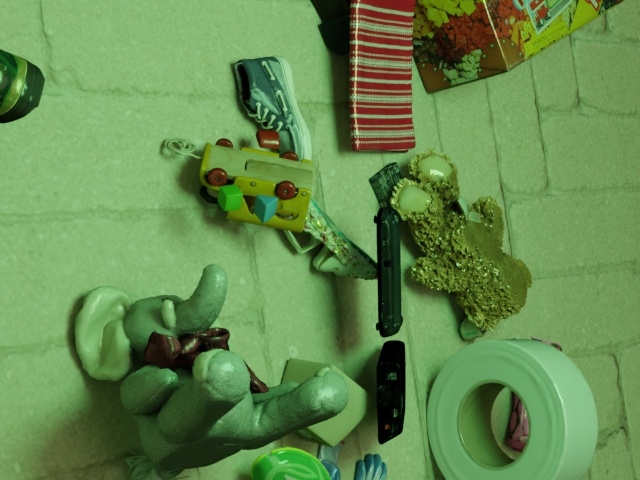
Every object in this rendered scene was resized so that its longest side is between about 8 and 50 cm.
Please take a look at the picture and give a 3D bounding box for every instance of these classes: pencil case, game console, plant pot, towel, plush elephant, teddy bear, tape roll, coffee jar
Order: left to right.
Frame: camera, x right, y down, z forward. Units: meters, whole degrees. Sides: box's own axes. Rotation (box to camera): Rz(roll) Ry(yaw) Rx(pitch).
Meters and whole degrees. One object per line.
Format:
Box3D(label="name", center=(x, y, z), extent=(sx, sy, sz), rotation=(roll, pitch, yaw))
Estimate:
Box3D(label="coffee jar", center=(-0.434, -0.208, 1.473), extent=(0.184, 0.096, 0.079), rotation=(25, 68, -40))
Box3D(label="plush elephant", center=(-0.168, 0.157, 1.582), extent=(0.272, 0.330, 0.255), rotation=(11, 51, -46))
Box3D(label="plant pot", center=(-0.002, 0.251, 1.831), extent=(0.109, 0.109, 0.096), rotation=(42, 65, -33))
Box3D(label="towel", center=(0.107, -0.287, 2.041), extent=(0.199, 0.031, 0.274), rotation=(-5, 95, -57))
Box3D(label="game console", center=(0.109, 0.127, 1.892), extent=(0.213, 0.044, 0.361), rotation=(-34, 123, -83))
Box3D(label="teddy bear", center=(0.235, 0.000, 2.121), extent=(0.338, 0.113, 0.245), rotation=(38, 49, -33))
Box3D(label="tape roll", center=(0.315, 0.306, 2.015), extent=(0.100, 0.286, 0.286), rotation=(4, 80, -47))
Box3D(label="pencil case", center=(0.395, 0.286, 2.241), extent=(0.098, 0.095, 0.209), rotation=(69, 27, -66))

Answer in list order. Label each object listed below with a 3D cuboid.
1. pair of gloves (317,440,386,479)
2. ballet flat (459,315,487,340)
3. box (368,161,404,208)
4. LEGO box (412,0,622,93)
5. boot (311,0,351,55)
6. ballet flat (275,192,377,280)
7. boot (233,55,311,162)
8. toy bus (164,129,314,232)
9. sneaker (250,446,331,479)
Box3D(label="pair of gloves", center=(0.045, 0.399, 1.905), extent=(0.198, 0.023, 0.159), rotation=(31, 62, -38))
Box3D(label="ballet flat", center=(0.315, 0.133, 2.213), extent=(0.168, 0.052, 0.057), rotation=(-42, 113, -42))
Box3D(label="box", center=(0.123, -0.084, 2.082), extent=(0.067, 0.018, 0.083), rotation=(-40, 111, -42))
Box3D(label="LEGO box", center=(0.338, -0.540, 2.266), extent=(0.500, 0.193, 0.372), rotation=(-34, 107, -44))
Box3D(label="boot", center=(0.034, -0.427, 2.024), extent=(0.106, 0.082, 0.219), rotation=(-36, 118, -54))
Box3D(label="ballet flat", center=(0.000, 0.000, 1.909), extent=(0.077, 0.091, 0.241), rotation=(-48, 116, -6))
Box3D(label="boot", center=(-0.078, -0.192, 1.869), extent=(0.086, 0.069, 0.190), rotation=(-11, 82, -39))
Box3D(label="toy bus", center=(-0.107, -0.074, 1.770), extent=(0.191, 0.202, 0.104), rotation=(-19, 136, -40))
Box3D(label="sneaker", center=(-0.002, 0.428, 1.762), extent=(0.109, 0.123, 0.295), rotation=(-29, 106, -5))
